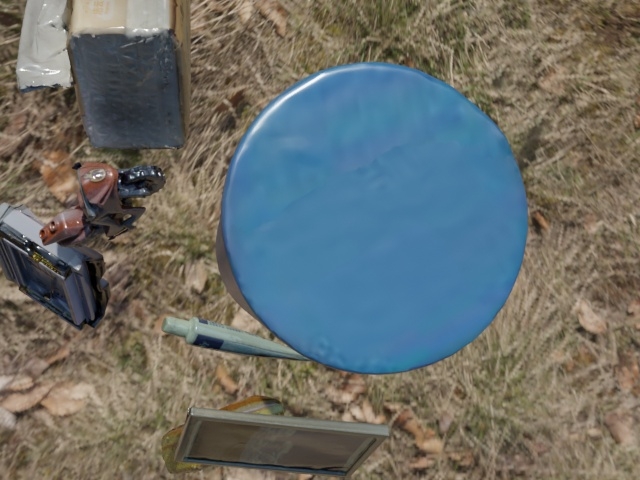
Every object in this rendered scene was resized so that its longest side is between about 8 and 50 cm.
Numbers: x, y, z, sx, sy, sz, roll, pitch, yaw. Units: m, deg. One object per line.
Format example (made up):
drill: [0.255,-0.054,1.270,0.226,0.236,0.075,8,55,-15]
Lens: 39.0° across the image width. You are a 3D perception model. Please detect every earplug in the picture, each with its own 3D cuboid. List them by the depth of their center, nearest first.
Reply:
earplug: [0.000,0.000,0.509,0.132,0.273,0.132,1,86,-11]

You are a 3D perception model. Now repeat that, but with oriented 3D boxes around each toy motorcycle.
toy motorcycle: [-0.310,-0.049,1.230,0.212,0.118,0.084,-33,68,32]

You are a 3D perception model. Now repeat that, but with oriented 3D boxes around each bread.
bread: [-0.213,0.416,1.951,0.234,0.184,0.110,-16,83,-32]

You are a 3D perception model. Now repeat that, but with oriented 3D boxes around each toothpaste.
toothpaste: [-0.103,0.133,1.179,0.216,0.062,0.037,17,84,-25]

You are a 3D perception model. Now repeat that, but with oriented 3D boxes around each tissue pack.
tissue pack: [-0.291,-0.303,1.241,0.239,0.305,0.238,-4,143,-3]

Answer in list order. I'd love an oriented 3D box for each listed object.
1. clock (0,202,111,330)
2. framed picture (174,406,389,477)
clock: [-0.464,0.046,1.565,0.186,0.083,0.253,32,152,10]
framed picture: [-0.058,0.268,1.200,0.260,0.023,0.189,9,147,-12]
